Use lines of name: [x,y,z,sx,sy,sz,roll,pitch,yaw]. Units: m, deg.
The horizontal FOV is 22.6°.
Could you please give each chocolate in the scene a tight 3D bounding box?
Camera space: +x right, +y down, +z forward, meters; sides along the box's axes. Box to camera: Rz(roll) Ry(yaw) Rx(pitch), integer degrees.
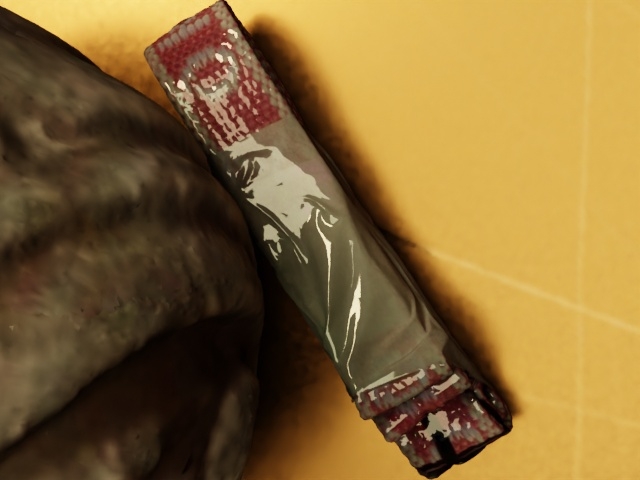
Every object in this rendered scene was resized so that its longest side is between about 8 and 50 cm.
chocolate: [-0.132,0.056,0.644,0.213,0.303,0.303,16,98,-8]

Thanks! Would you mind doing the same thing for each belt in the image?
belt: [0.000,0.000,0.701,0.053,0.071,0.232,-34,86,5]
